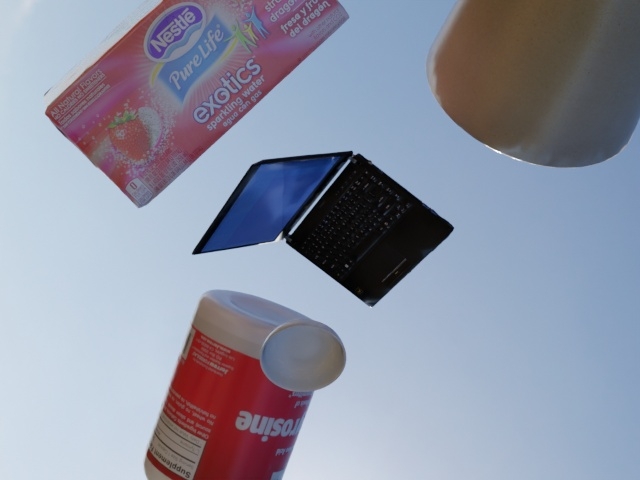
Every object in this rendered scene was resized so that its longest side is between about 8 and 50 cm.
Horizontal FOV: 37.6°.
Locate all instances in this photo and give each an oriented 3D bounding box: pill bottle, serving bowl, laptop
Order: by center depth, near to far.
[{"bbox_3d":[-0.017,0.107,0.914,0.027,0.083,0.083,-92,-156,-58],"label":"serving bowl"},{"bbox_3d":[0.000,0.000,1.290,0.234,0.264,0.136,-49,-175,49],"label":"laptop"},{"bbox_3d":[-0.151,0.303,1.531,0.229,0.229,0.407,30,-78,60],"label":"pill bottle"}]

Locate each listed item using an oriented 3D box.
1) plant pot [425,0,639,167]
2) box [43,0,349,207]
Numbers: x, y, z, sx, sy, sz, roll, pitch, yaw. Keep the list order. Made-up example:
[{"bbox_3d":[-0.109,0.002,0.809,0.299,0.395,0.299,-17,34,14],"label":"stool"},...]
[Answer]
[{"bbox_3d":[0.271,-0.263,1.002,0.274,0.257,0.256,106,-24,-50],"label":"plant pot"},{"bbox_3d":[-0.138,-0.194,1.002,0.300,0.142,0.154,-43,-158,-1],"label":"box"}]
